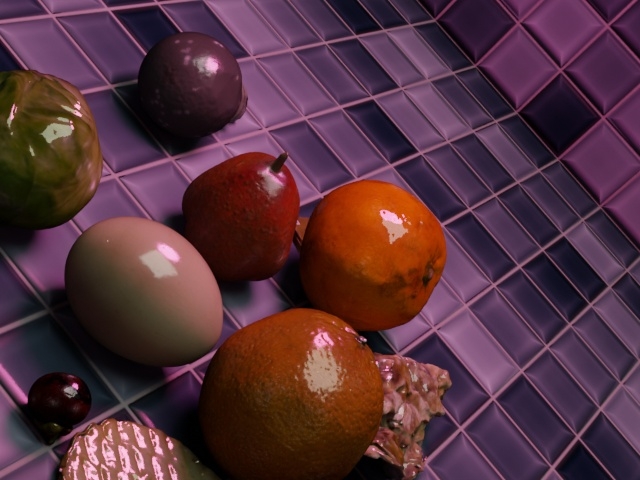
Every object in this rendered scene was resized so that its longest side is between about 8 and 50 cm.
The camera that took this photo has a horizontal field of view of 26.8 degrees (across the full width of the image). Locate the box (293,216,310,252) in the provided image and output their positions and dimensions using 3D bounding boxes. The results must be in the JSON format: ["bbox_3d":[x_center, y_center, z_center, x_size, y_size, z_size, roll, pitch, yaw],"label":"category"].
[{"bbox_3d":[0.000,0.000,2.429,0.133,0.023,0.090,2,49,-51],"label":"box"}]

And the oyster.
[{"bbox_3d":[0.106,0.262,2.133,0.238,0.115,0.351,55,30,16],"label":"oyster"}]

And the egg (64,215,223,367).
[{"bbox_3d":[-0.240,0.074,1.849,0.241,0.186,0.186,46,27,-20],"label":"egg"}]

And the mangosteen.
[{"bbox_3d":[-0.326,0.203,1.681,0.081,0.081,0.081,32,31,-23],"label":"mangosteen"}]

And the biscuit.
[{"bbox_3d":[-0.237,0.308,1.706,0.273,0.036,0.187,-1,53,-53],"label":"biscuit"}]

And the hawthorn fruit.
[{"bbox_3d":[-0.112,-0.054,2.117,0.199,0.251,0.199,19,44,-19],"label":"hawthorn fruit"}]

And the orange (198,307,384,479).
[{"bbox_3d":[-0.037,0.219,1.855,0.264,0.264,0.264,32,31,-23],"label":"orange"}]

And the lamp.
[{"bbox_3d":[-0.202,-0.245,2.373,0.182,0.182,0.314,61,8,27],"label":"lamp"}]

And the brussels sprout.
[{"bbox_3d":[-0.416,-0.129,1.872,0.244,0.244,0.244,32,31,-23],"label":"brussels sprout"}]

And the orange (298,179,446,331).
[{"bbox_3d":[0.082,0.026,2.263,0.261,0.261,0.261,32,31,-23],"label":"orange"}]
